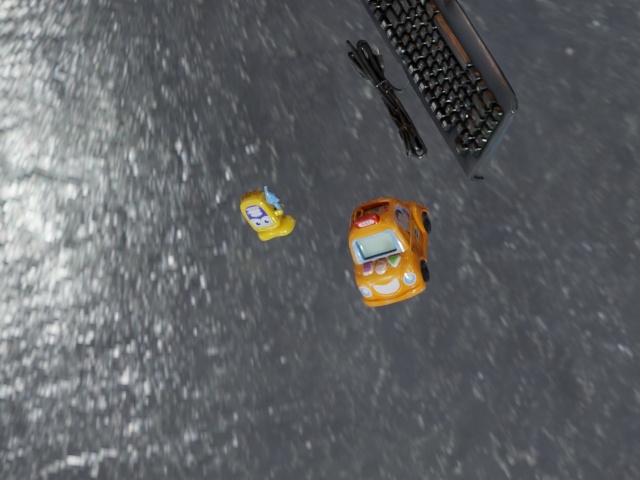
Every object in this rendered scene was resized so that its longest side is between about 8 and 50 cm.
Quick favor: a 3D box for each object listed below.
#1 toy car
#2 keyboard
[{"bbox_3d":[0.000,0.000,0.840,0.122,0.060,0.040,-1,143,35],"label":"toy car"},{"bbox_3d":[0.097,-0.190,1.776,0.033,0.317,0.201,-10,145,-27],"label":"keyboard"}]
